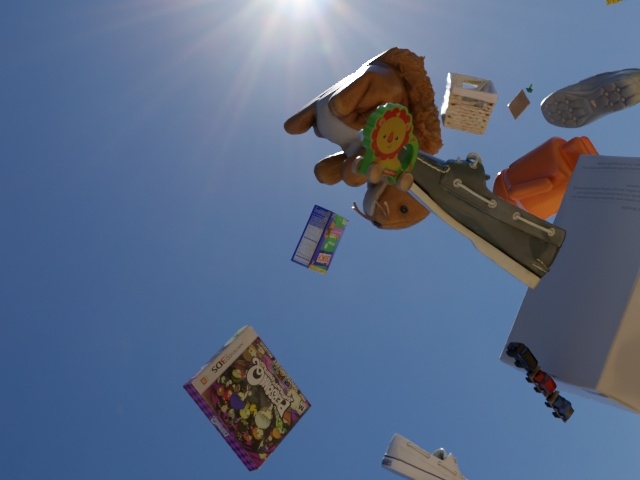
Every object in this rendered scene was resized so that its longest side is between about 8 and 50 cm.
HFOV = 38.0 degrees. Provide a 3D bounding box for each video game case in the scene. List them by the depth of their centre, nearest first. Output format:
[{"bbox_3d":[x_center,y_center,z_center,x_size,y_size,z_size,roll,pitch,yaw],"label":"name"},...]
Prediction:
[{"bbox_3d":[-0.149,0.328,1.957,0.232,0.042,0.210,54,-134,-8],"label":"video game case"}]

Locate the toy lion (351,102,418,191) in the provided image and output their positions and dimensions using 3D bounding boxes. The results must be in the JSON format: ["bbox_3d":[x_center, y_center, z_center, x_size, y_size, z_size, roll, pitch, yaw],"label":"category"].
[{"bbox_3d":[0.084,-0.114,1.108,0.100,0.034,0.096,12,-76,-48],"label":"toy lion"}]

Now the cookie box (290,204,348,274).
[{"bbox_3d":[0.000,0.000,1.629,0.107,0.040,0.092,-67,-22,0],"label":"cookie box"}]

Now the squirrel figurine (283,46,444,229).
[{"bbox_3d":[0.173,-0.231,2.180,0.397,0.281,0.370,-42,-77,-31],"label":"squirrel figurine"}]

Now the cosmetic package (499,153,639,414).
[{"bbox_3d":[0.471,0.065,1.492,0.156,0.217,0.385,26,-96,-32],"label":"cosmetic package"}]

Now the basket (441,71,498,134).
[{"bbox_3d":[0.347,-0.322,2.186,0.167,0.113,0.103,-74,-4,-67],"label":"basket"}]

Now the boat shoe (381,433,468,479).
[{"bbox_3d":[0.247,0.474,1.918,0.258,0.095,0.084,29,-108,-25],"label":"boat shoe"}]

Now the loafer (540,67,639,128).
[{"bbox_3d":[0.687,-0.355,2.314,0.111,0.319,0.112,-32,-76,-30],"label":"loafer"}]

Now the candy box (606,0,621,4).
[{"bbox_3d":[0.677,-0.570,2.011,0.027,0.105,0.206,61,-148,-23],"label":"candy box"}]

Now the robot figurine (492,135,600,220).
[{"bbox_3d":[0.410,-0.107,1.717,0.128,0.219,0.158,39,-145,-22],"label":"robot figurine"}]

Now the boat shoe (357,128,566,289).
[{"bbox_3d":[0.192,-0.067,1.254,0.099,0.319,0.116,-51,3,6],"label":"boat shoe"}]

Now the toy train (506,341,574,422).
[{"bbox_3d":[0.328,0.209,1.369,0.027,0.036,0.158,-47,-71,-26],"label":"toy train"}]

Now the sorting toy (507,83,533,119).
[{"bbox_3d":[0.488,-0.336,2.239,0.012,0.062,0.083,18,-51,-28],"label":"sorting toy"}]
